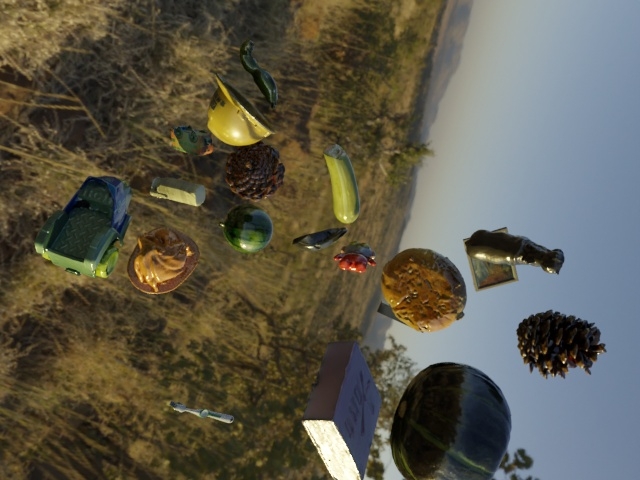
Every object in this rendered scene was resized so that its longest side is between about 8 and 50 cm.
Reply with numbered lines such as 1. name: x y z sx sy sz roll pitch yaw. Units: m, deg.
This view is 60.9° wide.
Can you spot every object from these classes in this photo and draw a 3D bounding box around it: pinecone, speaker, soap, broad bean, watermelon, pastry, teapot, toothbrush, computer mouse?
1. pinecone: 0.616 0.266 1.408 0.184 0.205 0.179 -51 135 -66
2. speaker: 0.311 0.290 2.077 0.040 0.191 0.046 -43 157 -79
3. soap: 0.070 0.491 1.576 0.296 0.107 0.285 -66 141 -49
4. broad bean: -0.173 -0.477 1.571 0.048 0.070 0.213 -58 136 -33
5. watermelon: -0.287 -0.047 2.051 0.188 0.215 0.187 -174 -90 -70
6. pastry: 0.374 0.172 1.954 0.284 0.315 0.184 -44 173 20
7. pinecone: -0.212 -0.228 1.813 0.208 0.208 0.207 17 90 -82
8. teapot: -0.551 -0.183 2.070 0.107 0.201 0.077 -55 153 -49
9. toothbrush: -0.348 0.522 1.642 0.304 0.030 0.030 43 61 -53
10. computer mouse: 0.000 0.000 1.846 0.106 0.193 0.062 135 -58 -84

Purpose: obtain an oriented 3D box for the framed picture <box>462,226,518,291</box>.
1. framed picture: 0.702 0.081 2.242 0.016 0.184 0.249 -85 159 -70

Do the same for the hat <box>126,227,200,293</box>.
1. hat: -0.517 0.053 1.796 0.233 0.245 0.233 151 -60 -73

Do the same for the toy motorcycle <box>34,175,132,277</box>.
1. toy motorcycle: -0.648 -0.071 1.559 0.200 0.191 0.326 108 1 -62

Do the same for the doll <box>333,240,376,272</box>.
1. doll: 0.125 0.054 1.871 0.245 0.143 0.076 -53 153 -70

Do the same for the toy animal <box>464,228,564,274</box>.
1. toy animal: 0.627 0.034 1.725 0.168 0.343 0.106 1 99 -42

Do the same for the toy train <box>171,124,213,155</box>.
1. toy train: -0.499 -0.389 2.121 0.072 0.188 0.099 -25 129 -52

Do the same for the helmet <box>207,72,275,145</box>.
1. helmet: -0.260 -0.360 1.615 0.140 0.205 0.257 -43 149 12

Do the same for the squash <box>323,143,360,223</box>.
1. squash: 0.066 -0.157 1.601 0.083 0.083 0.250 -64 149 -47

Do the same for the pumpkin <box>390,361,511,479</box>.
1. pumpkin: 0.302 0.447 1.307 0.323 0.241 0.323 -60 -176 8
